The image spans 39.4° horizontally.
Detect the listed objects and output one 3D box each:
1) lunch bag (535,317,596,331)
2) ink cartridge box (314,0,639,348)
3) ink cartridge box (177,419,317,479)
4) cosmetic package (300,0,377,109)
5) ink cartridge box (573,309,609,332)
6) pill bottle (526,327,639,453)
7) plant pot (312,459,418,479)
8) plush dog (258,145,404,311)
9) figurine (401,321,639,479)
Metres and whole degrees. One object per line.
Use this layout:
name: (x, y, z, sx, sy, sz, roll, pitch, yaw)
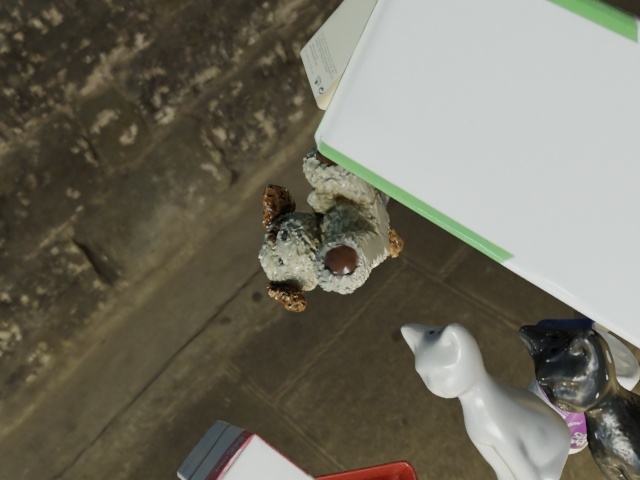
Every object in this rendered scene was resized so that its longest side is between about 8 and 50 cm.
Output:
lunch bag: (0.360, 0.156, 1.294, 0.098, 0.065, 0.067, -4, 30, 31)
ink cartridge box: (0.158, -0.054, 0.476, 0.201, 0.278, 0.117, 33, 110, 20)
ink cartridge box: (-0.067, 0.293, 1.035, 0.092, 0.158, 0.218, -53, 9, -18)
cosmetic package: (0.130, -0.298, 1.209, 0.309, 0.160, 0.113, -42, 53, 40)
ink cartridge box: (0.600, 0.102, 1.885, 0.065, 0.333, 0.165, 6, 76, 3)
pill bottle: (0.520, 0.339, 1.879, 0.301, 0.169, 0.169, -64, 36, 32)
plant pot: (0.031, 0.545, 1.458, 0.267, 0.236, 0.267, -4, 57, -23)
plush dog: (0.000, 0.000, 1.502, 0.225, 0.210, 0.262, -17, 64, 24)
figurine: (0.190, 0.139, 0.773, 0.215, 0.209, 0.092, -4, 46, 48)
